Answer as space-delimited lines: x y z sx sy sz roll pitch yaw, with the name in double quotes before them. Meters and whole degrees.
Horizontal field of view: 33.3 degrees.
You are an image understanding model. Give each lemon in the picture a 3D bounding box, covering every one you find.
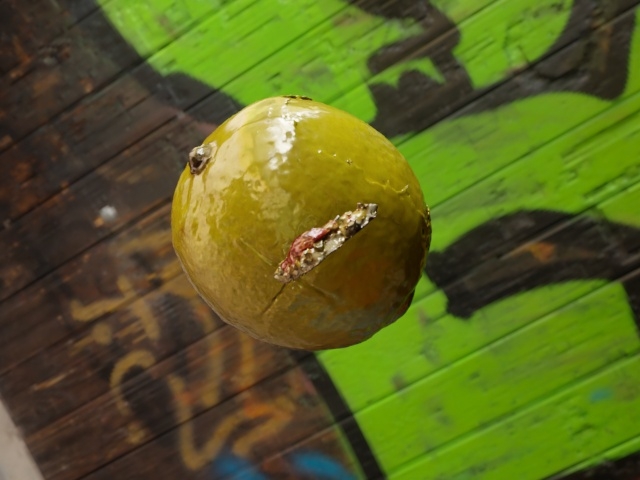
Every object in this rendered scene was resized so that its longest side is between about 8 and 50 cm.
"lemon" -0.019 -0.018 1.219 0.297 0.297 0.297 52 19 -26

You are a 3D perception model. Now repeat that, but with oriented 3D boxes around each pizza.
"pizza" 0.005 -0.005 0.898 0.029 0.099 0.100 53 -18 -4
